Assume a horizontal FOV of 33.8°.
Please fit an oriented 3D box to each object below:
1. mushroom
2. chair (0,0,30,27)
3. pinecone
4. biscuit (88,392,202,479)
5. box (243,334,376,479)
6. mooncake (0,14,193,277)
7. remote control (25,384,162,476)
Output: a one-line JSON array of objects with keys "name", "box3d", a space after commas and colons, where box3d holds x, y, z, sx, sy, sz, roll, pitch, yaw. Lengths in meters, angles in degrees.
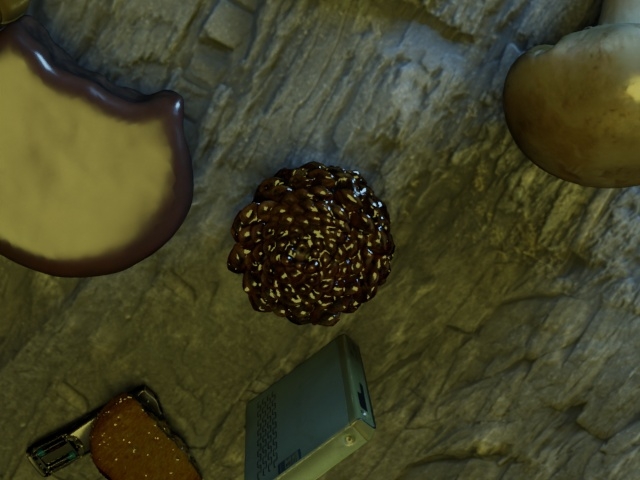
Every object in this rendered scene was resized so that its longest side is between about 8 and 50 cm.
[{"name": "mushroom", "box3d": [0.376, -0.220, 1.337, 0.292, 0.292, 0.290, 6, 76, -5]}, {"name": "chair", "box3d": [-0.466, -0.306, 1.274, 0.247, 0.172, 0.159, -36, 112, -22]}, {"name": "pinecone", "box3d": [0.000, 0.000, 1.387, 0.221, 0.221, 0.222, -1, 108, -3]}, {"name": "biscuit", "box3d": [-0.268, 0.309, 1.541, 0.126, 0.025, 0.206, -29, 121, 5]}, {"name": "box", "box3d": [-0.023, 0.247, 1.427, 0.211, 0.270, 0.045, -38, 106, 7]}, {"name": "mooncake", "box3d": [-0.330, -0.118, 1.334, 0.325, 0.174, 0.334, -8, 101, -11]}, {"name": "remote control", "box3d": [-0.332, 0.281, 1.545, 0.212, 0.028, 0.059, -29, 108, 6]}]
